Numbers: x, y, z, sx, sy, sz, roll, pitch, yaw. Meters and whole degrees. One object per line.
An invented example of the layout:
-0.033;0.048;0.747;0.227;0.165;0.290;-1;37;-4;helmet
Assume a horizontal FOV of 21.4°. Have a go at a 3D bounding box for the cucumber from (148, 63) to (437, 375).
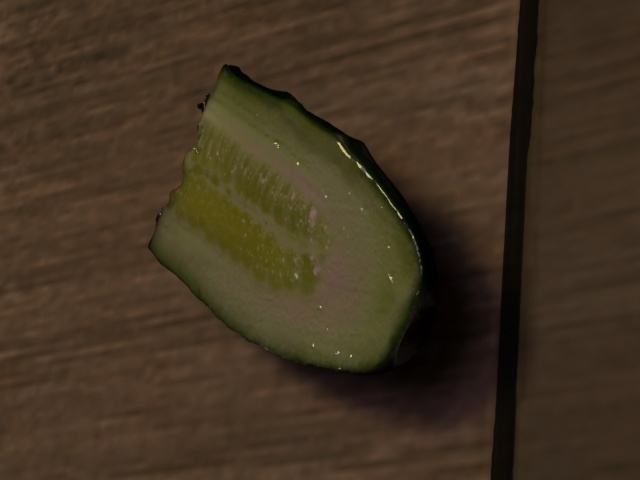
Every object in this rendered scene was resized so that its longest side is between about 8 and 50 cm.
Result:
0.000;0.000;0.473;0.107;0.035;0.067;39;112;42;cucumber
